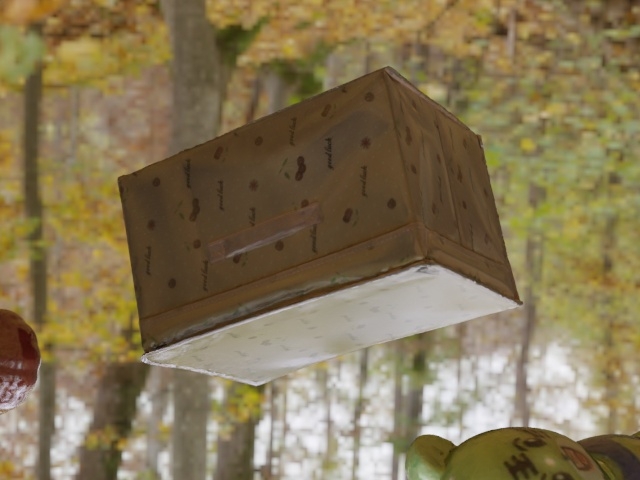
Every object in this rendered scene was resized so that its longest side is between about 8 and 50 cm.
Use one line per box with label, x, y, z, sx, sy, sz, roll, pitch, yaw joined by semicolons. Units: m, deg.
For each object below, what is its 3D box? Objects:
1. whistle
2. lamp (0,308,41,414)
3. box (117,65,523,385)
whistle;0.137;0.134;0.699;0.227;0.085;0.105;8;-149;-35
lamp;-0.302;0.111;1.352;0.101;0.101;0.090;7;174;31
box;0.000;0.000;1.367;0.297;0.191;0.225;-18;159;24
